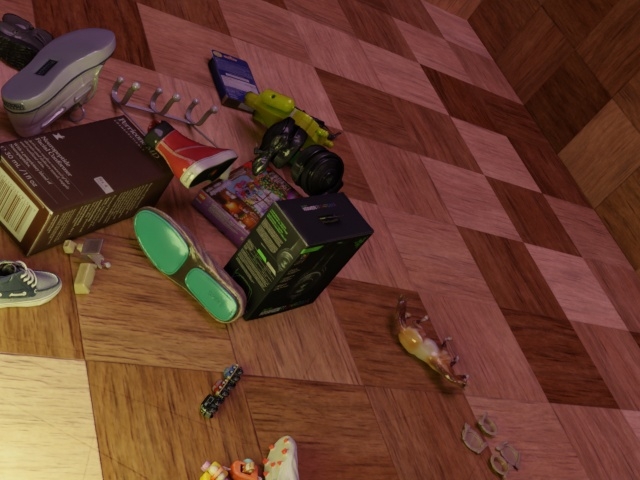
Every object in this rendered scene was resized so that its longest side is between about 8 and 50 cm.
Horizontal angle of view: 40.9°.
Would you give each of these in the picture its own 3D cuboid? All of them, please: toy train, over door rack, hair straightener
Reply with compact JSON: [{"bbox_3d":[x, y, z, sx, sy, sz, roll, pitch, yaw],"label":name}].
[{"bbox_3d":[-0.195,0.293,1.687,0.036,0.027,0.158,30,33,5],"label":"toy train"},{"bbox_3d":[-0.358,-0.293,2.107,0.239,0.108,0.324,11,30,-35],"label":"over door rack"},{"bbox_3d":[-0.154,0.445,1.524,0.125,0.046,0.166,26,34,-19],"label":"toy train"},{"bbox_3d":[-0.034,-0.376,2.634,0.230,0.047,0.089,20,38,-28],"label":"hair straightener"}]

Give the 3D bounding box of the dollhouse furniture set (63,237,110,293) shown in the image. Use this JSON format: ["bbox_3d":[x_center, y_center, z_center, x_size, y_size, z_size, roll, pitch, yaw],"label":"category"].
[{"bbox_3d":[-0.467,0.065,1.706,0.081,0.091,0.114,63,31,-55],"label":"dollhouse furniture set"}]

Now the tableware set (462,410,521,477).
[{"bbox_3d":[0.415,0.493,2.059,0.168,0.020,0.141,46,33,11],"label":"tableware set"}]

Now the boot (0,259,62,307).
[{"bbox_3d":[-0.540,0.073,1.549,0.190,0.086,0.069,-15,60,-52],"label":"boot"}]

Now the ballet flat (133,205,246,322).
[{"bbox_3d":[-0.277,0.051,1.846,0.316,0.107,0.106,49,17,3],"label":"ballet flat"}]

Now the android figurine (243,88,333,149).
[{"bbox_3d":[-0.085,-0.328,2.391,0.273,0.056,0.248,27,-13,24],"label":"android figurine"}]

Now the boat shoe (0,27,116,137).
[{"bbox_3d":[-0.584,-0.350,1.972,0.136,0.156,0.367,14,43,12],"label":"boat shoe"}]

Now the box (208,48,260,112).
[{"bbox_3d":[-0.252,-0.469,2.537,0.136,0.036,0.225,12,43,-37],"label":"box"}]

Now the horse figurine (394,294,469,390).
[{"bbox_3d":[0.270,0.259,2.157,0.263,0.066,0.174,43,27,1],"label":"horse figurine"}]

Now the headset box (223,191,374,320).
[{"bbox_3d":[-0.050,0.026,1.916,0.246,0.283,0.131,-10,57,-51],"label":"headset box"}]

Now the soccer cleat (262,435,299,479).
[{"bbox_3d":[-0.067,0.453,1.595,0.076,0.068,0.196,47,25,-27],"label":"soccer cleat"}]

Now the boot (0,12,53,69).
[{"bbox_3d":[-0.764,-0.500,2.043,0.246,0.083,0.161,29,27,-26],"label":"boot"}]

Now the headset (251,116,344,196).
[{"bbox_3d":[-0.074,-0.200,2.239,0.243,0.185,0.394,40,-1,12],"label":"headset"}]

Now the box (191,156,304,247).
[{"bbox_3d":[-0.164,-0.090,2.148,0.201,0.057,0.293,43,32,4],"label":"box"}]

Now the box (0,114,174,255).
[{"bbox_3d":[-0.501,-0.124,1.782,0.191,0.143,0.381,46,31,9],"label":"box"}]

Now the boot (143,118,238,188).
[{"bbox_3d":[-0.294,-0.213,1.935,0.176,0.088,0.244,45,20,6],"label":"boot"}]
